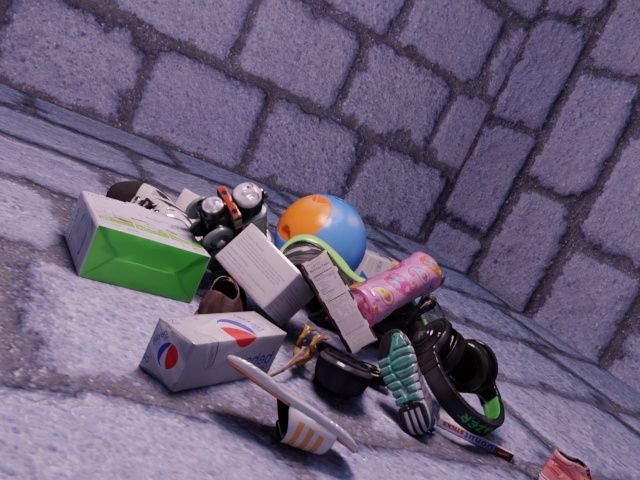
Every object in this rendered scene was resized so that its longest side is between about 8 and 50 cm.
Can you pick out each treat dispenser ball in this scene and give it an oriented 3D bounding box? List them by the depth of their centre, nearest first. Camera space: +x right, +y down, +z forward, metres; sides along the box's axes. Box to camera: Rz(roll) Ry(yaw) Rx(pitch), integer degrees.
[{"bbox_3d":[0.000,0.000,2.137,0.288,0.288,0.288,24,10,-5],"label":"treat dispenser ball"}]

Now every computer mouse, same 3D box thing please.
[{"bbox_3d":[0.053,0.286,1.458,0.188,0.072,0.272,25,-2,10],"label":"computer mouse"}]

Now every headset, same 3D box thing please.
[{"bbox_3d":[0.286,0.285,1.611,0.243,0.185,0.394,32,29,-33],"label":"headset"}]

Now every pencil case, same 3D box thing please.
[{"bbox_3d":[0.188,0.126,1.757,0.284,0.124,0.124,-23,42,-38],"label":"pencil case"}]

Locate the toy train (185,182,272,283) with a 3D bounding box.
[{"bbox_3d":[-0.215,-0.020,1.691,0.142,0.190,0.334,57,-19,25],"label":"toy train"}]

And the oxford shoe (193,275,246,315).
[{"bbox_3d":[-0.203,0.128,1.528,0.097,0.098,0.271,25,10,0],"label":"oxford shoe"}]

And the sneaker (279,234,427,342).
[{"bbox_3d":[0.073,0.180,1.862,0.482,0.185,0.202,31,41,10],"label":"sneaker"}]

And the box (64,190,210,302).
[{"bbox_3d":[-0.414,0.009,1.546,0.262,0.127,0.231,18,12,-34],"label":"box"}]

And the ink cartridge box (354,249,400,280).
[{"bbox_3d":[0.218,0.126,2.452,0.231,0.134,0.078,20,11,-31],"label":"ink cartridge box"}]

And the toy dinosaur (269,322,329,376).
[{"bbox_3d":[-0.038,0.235,1.418,0.064,0.112,0.211,29,4,12],"label":"toy dinosaur"}]

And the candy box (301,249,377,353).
[{"bbox_3d":[0.039,0.144,1.591,0.233,0.071,0.159,61,-5,6],"label":"candy box"}]

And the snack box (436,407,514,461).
[{"bbox_3d":[0.342,0.429,1.527,0.178,0.022,0.064,26,10,5],"label":"snack box"}]

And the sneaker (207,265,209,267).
[{"bbox_3d":[-0.233,0.060,1.895,0.188,0.067,0.078,18,16,-28],"label":"sneaker"}]

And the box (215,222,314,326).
[{"bbox_3d":[-0.126,0.085,1.615,0.182,0.119,0.181,45,-7,22],"label":"box"}]

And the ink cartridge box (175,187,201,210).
[{"bbox_3d":[-0.303,-0.040,2.020,0.237,0.100,0.172,28,-9,15],"label":"ink cartridge box"}]

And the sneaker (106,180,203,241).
[{"bbox_3d":[-0.449,-0.068,1.864,0.330,0.122,0.146,26,8,7],"label":"sneaker"}]

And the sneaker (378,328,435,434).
[{"bbox_3d":[0.186,0.301,1.459,0.098,0.083,0.224,29,44,-59],"label":"sneaker"}]

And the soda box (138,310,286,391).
[{"bbox_3d":[-0.185,0.194,1.247,0.091,0.098,0.286,31,11,27],"label":"soda box"}]

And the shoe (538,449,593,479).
[{"bbox_3d":[0.549,0.514,1.429,0.178,0.081,0.063,31,11,27],"label":"shoe"}]

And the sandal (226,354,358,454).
[{"bbox_3d":[-0.060,0.287,1.129,0.265,0.076,0.102,36,-13,-6],"label":"sandal"}]
